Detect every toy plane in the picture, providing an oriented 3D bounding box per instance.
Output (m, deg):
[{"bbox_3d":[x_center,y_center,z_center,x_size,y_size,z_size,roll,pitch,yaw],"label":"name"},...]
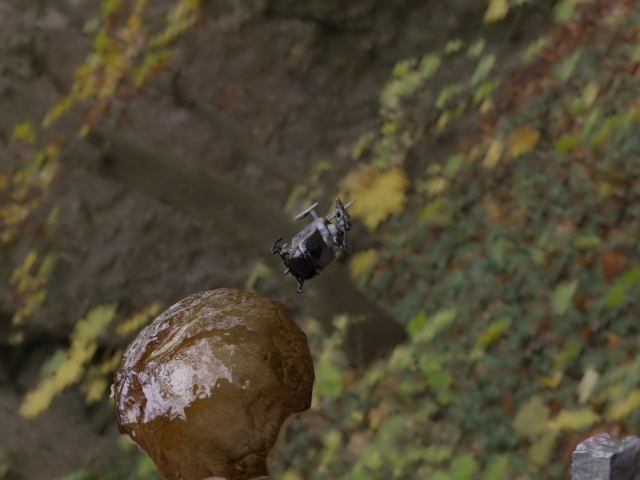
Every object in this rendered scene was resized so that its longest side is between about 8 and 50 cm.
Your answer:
[{"bbox_3d":[-0.001,0.000,1.686,0.078,0.053,0.197,-34,8,11],"label":"toy plane"}]

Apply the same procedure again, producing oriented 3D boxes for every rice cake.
[{"bbox_3d":[0.239,0.250,1.443,0.055,0.049,0.270,-41,-36,-31],"label":"rice cake"}]

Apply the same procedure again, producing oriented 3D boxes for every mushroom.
[{"bbox_3d":[-0.125,0.166,1.969,0.233,0.208,0.302,-36,6,-7],"label":"mushroom"}]
